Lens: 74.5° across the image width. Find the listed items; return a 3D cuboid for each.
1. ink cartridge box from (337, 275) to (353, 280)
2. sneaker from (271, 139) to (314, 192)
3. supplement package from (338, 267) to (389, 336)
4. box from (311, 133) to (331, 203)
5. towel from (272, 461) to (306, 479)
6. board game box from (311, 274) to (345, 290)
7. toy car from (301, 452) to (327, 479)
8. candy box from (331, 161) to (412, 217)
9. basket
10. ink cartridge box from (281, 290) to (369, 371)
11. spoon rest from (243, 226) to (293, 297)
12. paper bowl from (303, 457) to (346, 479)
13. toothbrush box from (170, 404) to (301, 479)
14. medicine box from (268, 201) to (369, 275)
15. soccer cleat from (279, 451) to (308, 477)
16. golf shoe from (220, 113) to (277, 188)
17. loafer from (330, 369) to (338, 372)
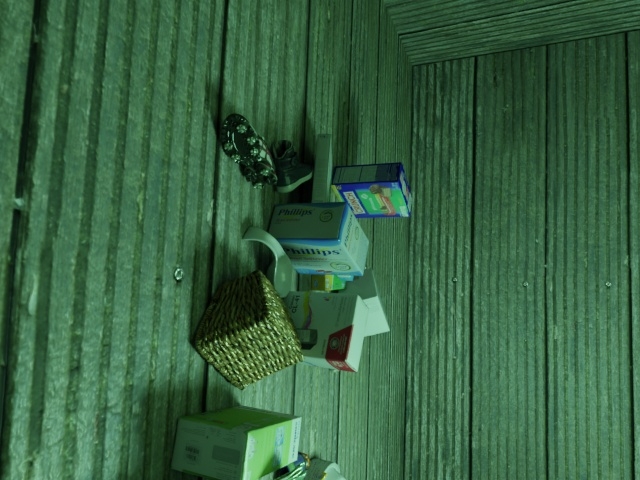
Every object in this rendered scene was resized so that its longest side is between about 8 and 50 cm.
[{"bbox_3d":[0.094,0.085,1.778,0.180,0.060,0.104,58,40,-50],"label":"ink cartridge box"},{"bbox_3d":[-0.094,-0.282,1.477,0.226,0.086,0.164,-50,137,-54],"label":"sneaker"},{"bbox_3d":[0.204,0.303,2.000,0.175,0.177,0.293,-96,167,-46],"label":"supplement package"},{"bbox_3d":[0.010,-0.212,1.628,0.232,0.058,0.322,83,12,-65],"label":"box"},{"bbox_3d":[-0.203,0.656,1.005,0.324,0.038,0.248,0,127,-40],"label":"towel"},{"bbox_3d":[0.042,0.053,1.817,0.242,0.064,0.317,8,83,-66],"label":"board game box"},{"bbox_3d":[-0.032,0.867,1.611,0.040,0.122,0.060,-37,142,-52],"label":"toy car"},{"bbox_3d":[0.240,-0.225,1.951,0.268,0.317,0.122,56,43,-50],"label":"candy box"},{"bbox_3d":[-0.210,0.249,1.216,0.299,0.223,0.214,64,2,-45],"label":"basket"},{"bbox_3d":[-0.015,0.293,1.393,0.131,0.306,0.226,54,42,-52],"label":"ink cartridge box"},{"bbox_3d":[-0.148,0.072,1.347,0.276,0.084,0.137,63,36,-39],"label":"spoon rest"},{"bbox_3d":[0.014,1.034,1.671,0.284,0.148,0.285,2,90,-67],"label":"paper bowl"},{"bbox_3d":[-0.205,0.516,1.089,0.283,0.206,0.122,30,63,-64],"label":"toothbrush box"},{"bbox_3d":[0.000,0.000,1.474,0.289,0.263,0.149,52,44,-55],"label":"medicine box"},{"bbox_3d":[-0.116,0.889,1.478,0.121,0.093,0.289,4,91,-36],"label":"soccer cleat"},{"bbox_3d":[-0.209,-0.272,1.231,0.273,0.105,0.120,66,17,-53],"label":"golf shoe"},{"bbox_3d":[0.078,0.585,1.937,0.125,0.045,0.039,-19,115,-68],"label":"loafer"}]
